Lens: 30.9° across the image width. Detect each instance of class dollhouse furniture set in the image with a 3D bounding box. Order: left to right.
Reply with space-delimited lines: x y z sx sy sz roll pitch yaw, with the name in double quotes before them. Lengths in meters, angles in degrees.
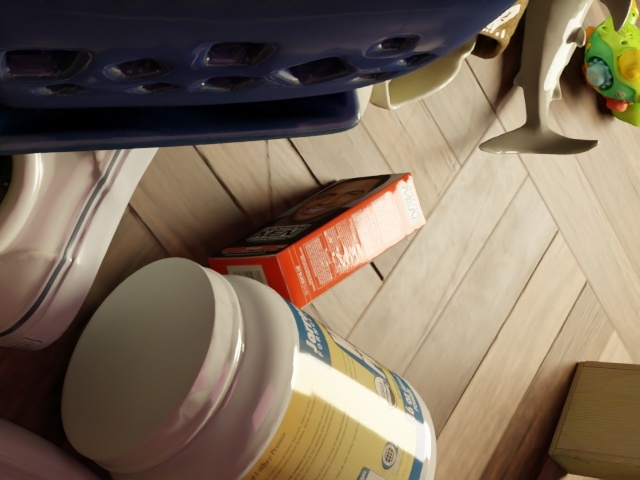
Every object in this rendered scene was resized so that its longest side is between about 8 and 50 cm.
"dollhouse furniture set" 0.349 0.216 1.065 0.242 0.161 0.212 43 61 -35

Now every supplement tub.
"supplement tub" -0.039 0.109 0.696 0.200 0.144 0.144 37 64 -38

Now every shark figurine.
"shark figurine" 0.187 -0.199 0.982 0.116 0.166 0.278 21 92 -17

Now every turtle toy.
"turtle toy" 0.283 -0.155 1.072 0.130 0.066 0.095 41 38 -39

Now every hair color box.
"hair color box" 0.000 0.000 0.788 0.141 0.072 0.043 -32 110 -41

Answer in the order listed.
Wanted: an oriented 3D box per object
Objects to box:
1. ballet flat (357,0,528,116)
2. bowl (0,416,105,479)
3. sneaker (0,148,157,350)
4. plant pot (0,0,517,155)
"ballet flat" 0.037 -0.150 0.820 0.342 0.116 0.124 -20 122 -47
"bowl" -0.178 0.169 0.623 0.142 0.053 0.142 38 63 -36
"sneaker" -0.141 -0.071 0.634 0.091 0.094 0.258 34 67 -44
"plant pot" -0.069 -0.165 0.535 0.236 0.212 0.236 -5 72 -21
